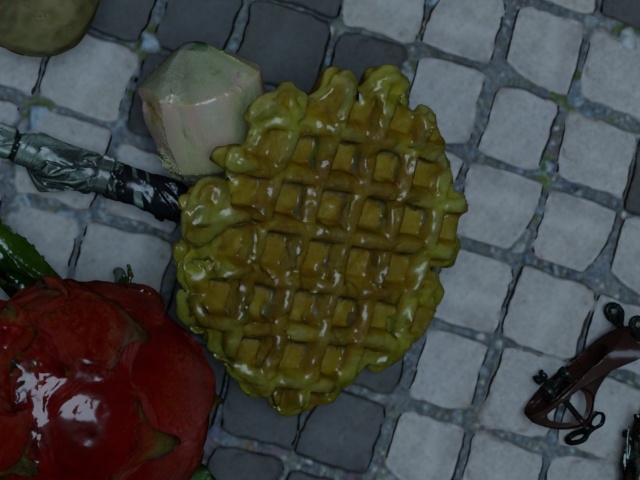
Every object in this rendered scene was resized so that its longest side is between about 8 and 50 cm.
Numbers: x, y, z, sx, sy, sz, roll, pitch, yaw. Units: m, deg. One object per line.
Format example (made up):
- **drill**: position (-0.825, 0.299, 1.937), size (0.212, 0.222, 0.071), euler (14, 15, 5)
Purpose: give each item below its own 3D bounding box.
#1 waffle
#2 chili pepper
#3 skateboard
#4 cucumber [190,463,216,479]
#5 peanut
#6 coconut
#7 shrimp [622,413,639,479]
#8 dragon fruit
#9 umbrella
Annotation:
- **waffle**: position (0.000, 0.000, 1.458), size (0.302, 0.068, 0.325), euler (-37, 123, -15)
- **chili pepper**: position (-0.325, -0.049, 1.440), size (0.359, 0.076, 0.085), euler (43, 55, -16)
- **skateboard**: position (0.269, 0.136, 1.576), size (0.151, 0.067, 0.080), euler (-40, 108, -3)
- **cucumber**: position (-0.181, 0.305, 1.474), size (0.244, 0.063, 0.115), euler (-52, 128, -8)
- **peanut**: position (-0.216, -0.283, 1.442), size (0.123, 0.123, 0.257), euler (21, 89, -11)
- **coconut**: position (-0.104, -0.121, 1.452), size (0.116, 0.116, 0.122), euler (-19, 113, -11)
- **shrimp**: position (0.338, 0.246, 1.602), size (0.091, 0.034, 0.161), euler (-9, 99, -23)
- **dragon fruit**: position (-0.210, 0.141, 1.371), size (0.241, 0.252, 0.241), euler (-8, 52, 10)
- **umbrella**: position (-0.213, -0.060, 1.475), size (0.188, 0.046, 0.050), euler (20, 67, -10)
